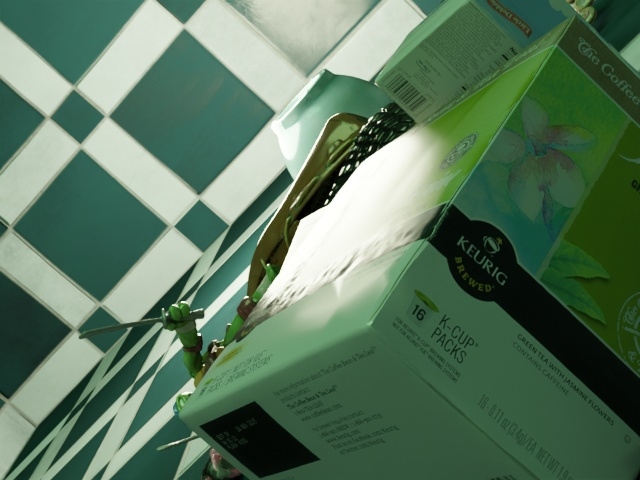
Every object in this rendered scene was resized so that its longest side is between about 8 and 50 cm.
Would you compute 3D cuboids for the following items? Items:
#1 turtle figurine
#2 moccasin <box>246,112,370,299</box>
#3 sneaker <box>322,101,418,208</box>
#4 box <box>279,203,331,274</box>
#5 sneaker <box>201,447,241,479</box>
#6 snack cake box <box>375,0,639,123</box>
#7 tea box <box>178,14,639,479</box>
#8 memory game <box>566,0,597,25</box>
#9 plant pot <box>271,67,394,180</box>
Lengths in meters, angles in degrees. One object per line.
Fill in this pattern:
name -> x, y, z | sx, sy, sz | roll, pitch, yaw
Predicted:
turtle figurine -> -0.132, 0.166, 1.677 | 0.266, 0.274, 0.198 | -43, 45, 9
moccasin -> 0.003, 0.001, 1.780 | 0.380, 0.139, 0.147 | -59, 23, 10
sneaker -> 0.093, -0.063, 1.676 | 0.283, 0.124, 0.107 | -60, 30, 0
box -> 0.049, 0.036, 1.473 | 0.148, 0.127, 0.232 | -27, 16, 17
sneaker -> -0.136, 0.309, 1.579 | 0.057, 0.047, 0.119 | -56, 3, -5
snack cake box -> 0.198, -0.111, 1.070 | 0.152, 0.264, 0.089 | -36, 15, 50
tea box -> 0.109, 0.056, 0.946 | 0.323, 0.220, 0.329 | -55, 12, -30
memory game -> 0.336, -0.301, 1.788 | 0.186, 0.012, 0.186 | -40, 33, 33
plant pot -> 0.020, -0.241, 2.580 | 0.293, 0.196, 0.293 | -47, 9, 10
